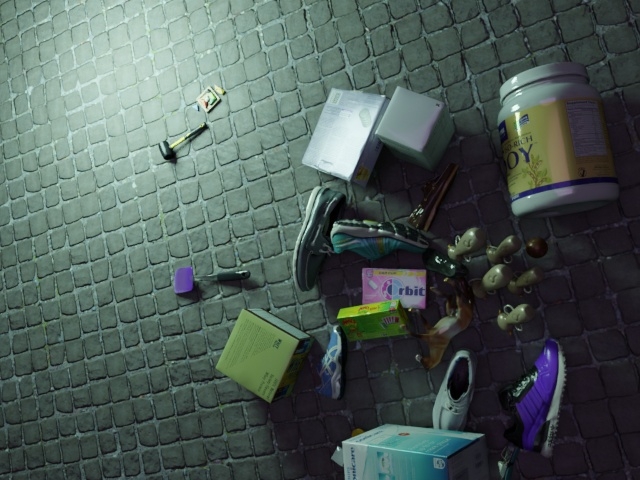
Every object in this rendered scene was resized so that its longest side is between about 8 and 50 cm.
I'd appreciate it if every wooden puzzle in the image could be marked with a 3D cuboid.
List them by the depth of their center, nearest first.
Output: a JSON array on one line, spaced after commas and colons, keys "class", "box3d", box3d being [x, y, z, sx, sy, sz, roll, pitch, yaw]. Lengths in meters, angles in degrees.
[{"class": "wooden puzzle", "box3d": [-0.380, -0.479, 1.763, 0.078, 0.014, 0.116, 45, 101, 18]}]

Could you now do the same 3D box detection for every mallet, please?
[{"class": "mallet", "box3d": [-0.471, -0.352, 1.776, 0.190, 0.039, 0.062, -37, 72, 8]}]

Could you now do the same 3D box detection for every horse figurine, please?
[{"class": "horse figurine", "box3d": [0.328, 0.210, 1.393, 0.263, 0.066, 0.174, -46, 105, -7]}]

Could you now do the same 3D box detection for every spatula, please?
[{"class": "spatula", "box3d": [-0.356, 0.119, 1.689, 0.297, 0.030, 0.084, -7, 81, 19]}]

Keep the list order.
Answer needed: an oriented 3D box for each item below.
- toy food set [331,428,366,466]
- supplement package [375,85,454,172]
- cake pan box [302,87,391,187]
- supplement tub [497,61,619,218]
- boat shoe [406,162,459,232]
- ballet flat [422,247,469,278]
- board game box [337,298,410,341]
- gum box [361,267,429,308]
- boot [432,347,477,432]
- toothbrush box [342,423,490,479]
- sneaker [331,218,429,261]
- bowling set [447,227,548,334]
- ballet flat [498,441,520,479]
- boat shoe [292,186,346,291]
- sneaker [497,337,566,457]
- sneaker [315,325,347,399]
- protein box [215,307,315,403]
[{"class": "toy food set", "box3d": [0.090, 0.652, 1.463, 0.111, 0.104, 0.232, 22, 75, 34]}, {"class": "supplement package", "box3d": [0.259, -0.290, 1.393, 0.134, 0.244, 0.139, 27, 94, 20]}, {"class": "cake pan box", "box3d": [0.074, -0.300, 1.492, 0.267, 0.070, 0.245, 28, 96, 50]}, {"class": "supplement tub", "box3d": [0.570, -0.235, 1.278, 0.241, 0.241, 0.331, -10, 81, 19]}, {"class": "boat shoe", "box3d": [0.310, -0.127, 1.450, 0.073, 0.073, 0.207, 29, 95, 18]}, {"class": "ballet flat", "box3d": [0.328, 0.065, 1.402, 0.173, 0.049, 0.057, 39, 114, 61]}, {"class": "board game box", "box3d": [0.148, 0.224, 1.453, 0.181, 0.043, 0.092, -14, 118, 27]}, {"class": "gum box", "box3d": [0.207, 0.133, 1.468, 0.189, 0.062, 0.107, 0, 86, 19]}, {"class": "boot", "box3d": [0.345, 0.410, 1.360, 0.095, 0.123, 0.258, 11, 89, 20]}, {"class": "toothbrush box", "box3d": [0.235, 0.551, 1.296, 0.296, 0.216, 0.126, -11, 80, 40]}, {"class": "sneaker", "box3d": [0.167, 0.005, 1.479, 0.276, 0.107, 0.109, 7, 109, 12]}, {"class": "bowling set", "box3d": [0.489, 0.082, 1.350, 0.200, 0.154, 0.287, -19, 73, -21]}, {"class": "ballet flat", "box3d": [0.481, 0.571, 1.347, 0.041, 0.041, 0.114, 18, 91, 20]}, {"class": "boat shoe", "box3d": [0.000, 0.000, 1.529, 0.099, 0.116, 0.319, 10, 83, 24]}, {"class": "sneaker", "box3d": [0.524, 0.382, 1.310, 0.146, 0.102, 0.293, 10, 88, 21]}, {"class": "sneaker", "box3d": [0.031, 0.349, 1.502, 0.081, 0.080, 0.211, 4, 85, 17]}, {"class": "protein box", "box3d": [-0.160, 0.333, 1.543, 0.201, 0.136, 0.199, 25, 93, 21]}]
